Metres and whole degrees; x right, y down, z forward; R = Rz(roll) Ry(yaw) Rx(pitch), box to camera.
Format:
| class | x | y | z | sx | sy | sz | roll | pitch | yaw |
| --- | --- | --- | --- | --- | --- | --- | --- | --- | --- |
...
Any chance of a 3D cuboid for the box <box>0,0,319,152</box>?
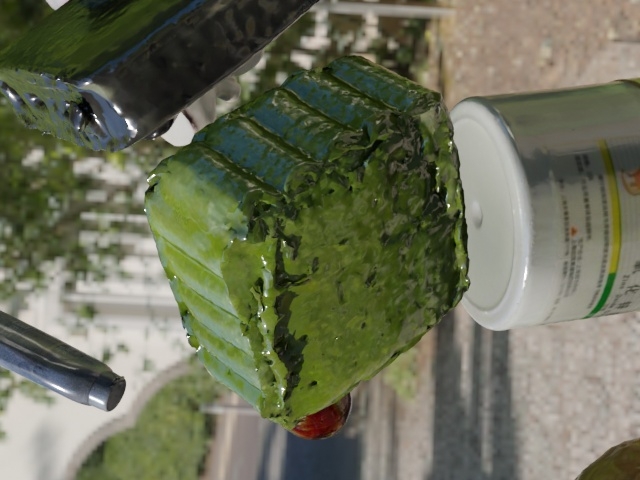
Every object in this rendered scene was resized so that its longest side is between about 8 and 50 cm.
| class | x | y | z | sx | sy | sz | roll | pitch | yaw |
| --- | --- | --- | --- | --- | --- | --- | --- | --- | --- |
| box | -0.108 | -0.213 | 1.266 | 0.091 | 0.350 | 0.359 | 57 | 164 | -23 |

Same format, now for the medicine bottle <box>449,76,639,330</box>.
| class | x | y | z | sx | sy | sz | roll | pitch | yaw |
| --- | --- | --- | --- | --- | --- | --- | --- | --- | --- |
| medicine bottle | 0.258 | -0.037 | 1.480 | 0.238 | 0.231 | 0.238 | 172 | 90 | -74 |

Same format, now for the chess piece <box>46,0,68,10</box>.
| class | x | y | z | sx | sy | sz | roll | pitch | yaw |
| --- | --- | --- | --- | --- | --- | --- | --- | --- | --- |
| chess piece | -0.299 | -0.354 | 1.637 | 0.139 | 0.139 | 0.272 | -93 | -11 | -66 |

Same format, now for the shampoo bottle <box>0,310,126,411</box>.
| class | x | y | z | sx | sy | sz | roll | pitch | yaw |
| --- | --- | --- | --- | --- | --- | --- | --- | --- | --- |
| shampoo bottle | -0.329 | 0.127 | 1.683 | 0.049 | 0.233 | 0.087 | -69 | -16 | 11 |

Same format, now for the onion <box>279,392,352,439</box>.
| class | x | y | z | sx | sy | sz | roll | pitch | yaw |
| --- | --- | --- | --- | --- | --- | --- | --- | --- | --- |
| onion | -0.009 | 0.195 | 1.849 | 0.117 | 0.118 | 0.119 | 72 | -160 | -76 |

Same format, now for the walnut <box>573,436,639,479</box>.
| class | x | y | z | sx | sy | sz | roll | pitch | yaw |
| --- | --- | --- | --- | --- | --- | --- | --- | --- | --- |
| walnut | 0.388 | 0.364 | 1.582 | 0.333 | 0.332 | 0.333 | -177 | 90 | -87 |

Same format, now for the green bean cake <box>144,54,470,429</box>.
| class | x | y | z | sx | sy | sz | roll | pitch | yaw |
| --- | --- | --- | --- | --- | --- | --- | --- | --- | --- |
| green bean cake | 0.000 | 0.000 | 1.008 | 0.113 | 0.200 | 0.214 | 36 | 151 | 43 |

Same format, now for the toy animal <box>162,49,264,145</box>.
| class | x | y | z | sx | sy | sz | roll | pitch | yaw |
| --- | --- | --- | --- | --- | --- | --- | --- | --- | --- |
| toy animal | -0.149 | -0.212 | 1.575 | 0.193 | 0.127 | 0.178 | -66 | -29 | -16 |
